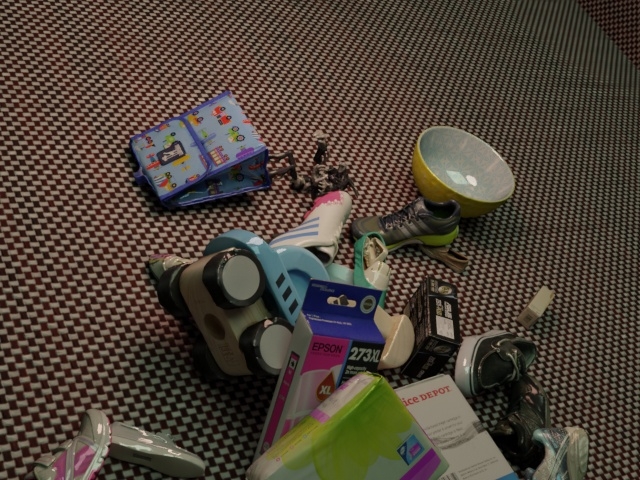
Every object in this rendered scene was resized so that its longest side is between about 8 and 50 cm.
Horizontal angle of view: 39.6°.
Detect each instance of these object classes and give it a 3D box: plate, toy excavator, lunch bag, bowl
[{"bbox_3d":[0.039,0.128,2.022,0.188,0.024,0.188,16,42,-15],"label":"plate"},{"bbox_3d":[-0.031,0.140,1.780,0.445,0.222,0.433,-33,101,-38],"label":"toy excavator"},{"bbox_3d":[-0.295,-0.191,2.073,0.293,0.138,0.221,-22,55,-17],"label":"lunch bag"},{"bbox_3d":[0.358,-0.154,2.390,0.289,0.156,0.289,16,42,-15],"label":"bowl"}]

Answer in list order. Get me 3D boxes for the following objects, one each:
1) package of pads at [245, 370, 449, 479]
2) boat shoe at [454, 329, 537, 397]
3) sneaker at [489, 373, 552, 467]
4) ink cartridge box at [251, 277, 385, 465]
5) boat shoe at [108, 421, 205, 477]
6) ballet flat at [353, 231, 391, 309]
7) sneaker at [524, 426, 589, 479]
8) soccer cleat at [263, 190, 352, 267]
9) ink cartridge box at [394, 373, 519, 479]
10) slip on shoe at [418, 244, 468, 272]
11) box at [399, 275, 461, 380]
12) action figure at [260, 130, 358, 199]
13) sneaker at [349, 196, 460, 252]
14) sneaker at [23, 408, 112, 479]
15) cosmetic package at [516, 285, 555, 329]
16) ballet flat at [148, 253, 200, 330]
[{"bbox_3d":[0.044,0.395,1.540,0.296,0.101,0.229,-40,102,-15],"label":"package of pads"},{"bbox_3d":[0.391,0.259,1.947,0.119,0.121,0.335,3,12,28],"label":"boat shoe"},{"bbox_3d":[0.432,0.381,1.947,0.130,0.087,0.227,19,47,-21],"label":"sneaker"},{"bbox_3d":[0.008,0.260,1.613,0.176,0.371,0.069,11,8,-37],"label":"ink cartridge box"},{"bbox_3d":[-0.289,0.366,1.569,0.184,0.066,0.063,14,43,-4],"label":"boat shoe"},{"bbox_3d":[0.121,0.063,2.049,0.083,0.087,0.247,25,33,-21],"label":"ballet flat"},{"bbox_3d":[0.472,0.517,1.811,0.122,0.110,0.283,7,63,5],"label":"sneaker"},{"bbox_3d":[0.000,0.000,2.047,0.143,0.116,0.331,23,43,28],"label":"soccer cleat"},{"bbox_3d":[0.227,0.440,1.735,0.223,0.129,0.307,-10,55,-35],"label":"ink cartridge box"},{"bbox_3d":[0.315,0.031,2.266,0.135,0.041,0.051,35,41,6],"label":"slip on shoe"},{"bbox_3d":[0.241,0.196,1.976,0.077,0.147,0.180,18,41,-13],"label":"box"},{"bbox_3d":[-0.022,-0.177,2.209,0.276,0.141,0.164,8,44,-19],"label":"action figure"},{"bbox_3d":[0.214,-0.052,2.211,0.300,0.121,0.111,-8,51,-19],"label":"sneaker"},{"bbox_3d":[-0.417,0.375,1.448,0.111,0.103,0.252,22,41,-12],"label":"sneaker"},{"bbox_3d":[0.544,0.169,2.247,0.041,0.060,0.115,40,43,10],"label":"cosmetic package"},{"bbox_3d":[-0.274,0.090,1.836,0.077,0.079,0.221,-18,59,-41],"label":"ballet flat"}]
